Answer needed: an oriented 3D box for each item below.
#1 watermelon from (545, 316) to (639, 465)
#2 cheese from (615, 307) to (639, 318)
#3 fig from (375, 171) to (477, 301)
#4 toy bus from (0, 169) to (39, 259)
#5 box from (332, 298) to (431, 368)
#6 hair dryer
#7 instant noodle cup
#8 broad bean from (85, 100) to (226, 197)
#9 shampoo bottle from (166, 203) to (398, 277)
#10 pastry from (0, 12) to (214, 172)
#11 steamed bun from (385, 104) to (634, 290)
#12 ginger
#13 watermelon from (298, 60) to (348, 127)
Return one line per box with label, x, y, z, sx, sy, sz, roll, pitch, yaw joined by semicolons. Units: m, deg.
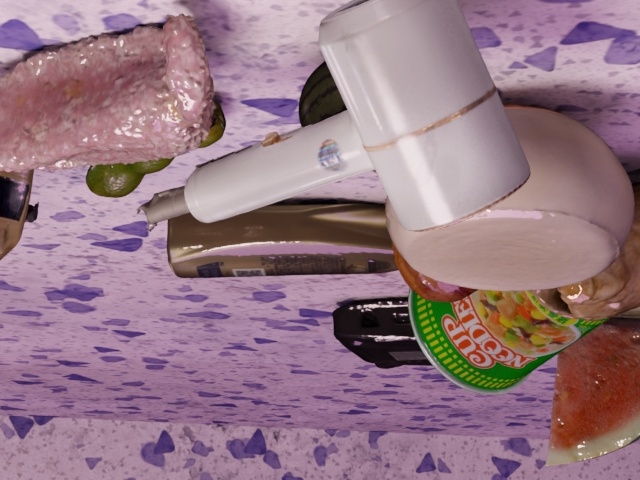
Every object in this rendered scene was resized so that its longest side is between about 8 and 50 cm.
watermelon;0.386;0.184;1.761;0.176;0.260;0.256;13;174;-18
cheese;0.329;0.062;1.732;0.400;0.085;0.034;1;167;-1
fig;0.112;-0.039;1.387;0.134;0.146;0.201;-35;105;29
toy bus;-0.396;-0.019;1.305;0.139;0.157;0.289;12;151;-35
box;0.182;0.154;2.088;0.290;0.073;0.289;-2;164;13
hair dryer;-0.026;-0.072;1.032;0.357;0.173;0.107;-18;-166;33
instant noodle cup;0.250;0.054;1.563;0.207;0.207;0.233;9;154;-26
broad bean;-0.161;-0.090;1.287;0.052;0.053;0.256;49;144;-16
shampoo bottle;0.000;0.000;1.535;0.350;0.084;0.125;-1;166;6
pastry;-0.176;-0.117;1.105;0.265;0.102;0.112;-9;169;37
steamed bun;0.177;-0.051;1.229;0.232;0.145;0.232;3;158;1
ginger;0.346;0.001;1.363;0.276;0.130;0.221;-22;-175;-31
watermelon;0.048;-0.114;1.099;0.133;0.105;0.105;-18;161;9
